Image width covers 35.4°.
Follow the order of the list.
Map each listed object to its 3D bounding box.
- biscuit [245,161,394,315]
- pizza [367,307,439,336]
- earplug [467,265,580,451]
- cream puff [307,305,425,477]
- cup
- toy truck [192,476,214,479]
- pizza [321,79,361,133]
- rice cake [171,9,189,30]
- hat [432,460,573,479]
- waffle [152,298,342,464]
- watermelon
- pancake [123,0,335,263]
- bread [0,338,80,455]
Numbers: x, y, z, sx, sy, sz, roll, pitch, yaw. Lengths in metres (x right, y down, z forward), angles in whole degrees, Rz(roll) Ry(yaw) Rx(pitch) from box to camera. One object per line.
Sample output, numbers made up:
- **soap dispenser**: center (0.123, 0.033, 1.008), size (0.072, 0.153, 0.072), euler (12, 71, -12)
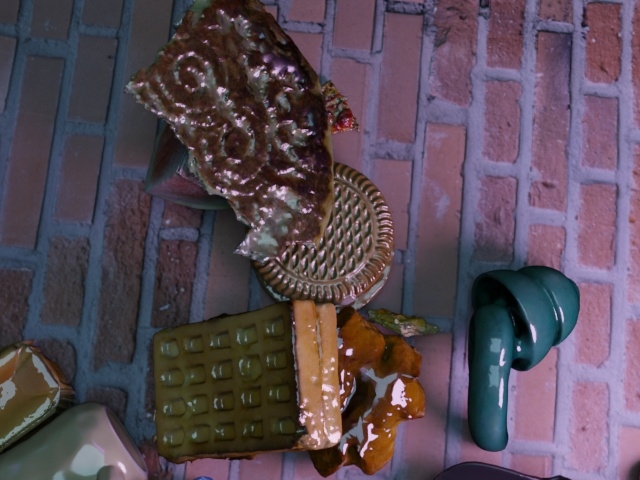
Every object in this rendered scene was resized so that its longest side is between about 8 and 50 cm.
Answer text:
- **biscuit**: center (0.000, 0.000, 1.621), size (0.259, 0.079, 0.259), euler (1, 78, -3)
- **pizza**: center (0.135, 0.132, 1.587), size (0.122, 0.108, 0.026), euler (13, 98, -3)
- **earplug**: center (0.310, 0.167, 1.563), size (0.280, 0.164, 0.257), euler (-31, 89, -18)
- **cream puff**: center (0.038, 0.224, 1.550), size (0.241, 0.155, 0.269), euler (-41, 90, -3)
- **cup**: center (-0.372, 0.349, 1.455), size (0.202, 0.255, 0.173), euler (-33, 88, -7)
- **toy truck**: center (-0.277, 0.500, 1.483), size (0.385, 0.161, 0.162), euler (-29, 73, -6)
- **pizza**: center (0.015, -0.226, 1.688), size (0.100, 0.029, 0.099), euler (-4, 79, -3)
- **rice cake**: center (-0.127, -0.311, 1.684), size (0.256, 0.057, 0.052), euler (28, 106, 4)
- **hat**: center (0.308, 0.483, 1.522), size (0.336, 0.209, 0.238), euler (15, 58, 18)
- **waffle**: center (-0.118, 0.211, 1.486), size (0.327, 0.098, 0.224), euler (-15, 72, 41)
- **watermelon**: center (-0.159, -0.198, 1.600), size (0.224, 0.180, 0.305), euler (11, 68, 9)
- **pancake**: center (-0.109, -0.174, 1.524), size (0.305, 0.067, 0.427), euler (-42, 107, -30)
- **bread**: center (-0.508, 0.264, 1.540), size (0.241, 0.107, 0.136), euler (-36, 82, -7)
